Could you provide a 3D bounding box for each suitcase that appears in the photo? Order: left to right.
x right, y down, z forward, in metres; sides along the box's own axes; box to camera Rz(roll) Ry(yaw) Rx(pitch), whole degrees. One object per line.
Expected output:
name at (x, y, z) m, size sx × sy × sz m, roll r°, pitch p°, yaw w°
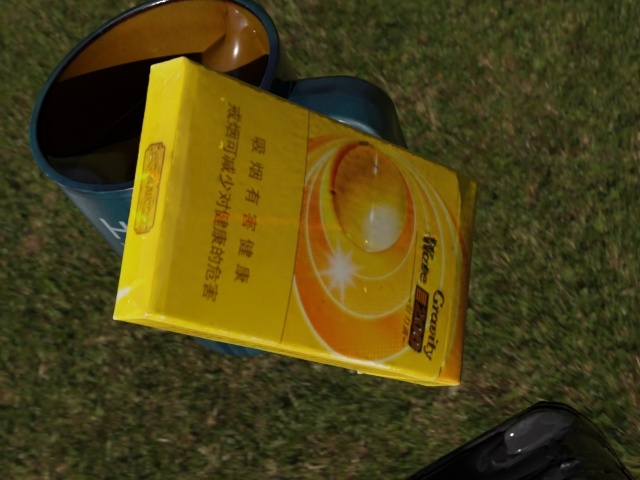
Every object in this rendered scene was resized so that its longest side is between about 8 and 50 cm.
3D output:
suitcase at (0.179, 0.353, 1.099) m, size 0.345 × 0.339 × 0.188 m, roll -34°, pitch 35°, yaw 5°

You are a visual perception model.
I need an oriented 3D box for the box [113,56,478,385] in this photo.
box at (0.000, 0.000, 0.720) m, size 0.043 × 0.269 × 0.152 m, roll -4°, pitch 75°, yaw 46°

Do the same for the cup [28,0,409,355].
cup at (-0.073, -0.066, 1.108) m, size 0.308 × 0.292 × 0.242 m, roll -25°, pitch 47°, yaw 3°
